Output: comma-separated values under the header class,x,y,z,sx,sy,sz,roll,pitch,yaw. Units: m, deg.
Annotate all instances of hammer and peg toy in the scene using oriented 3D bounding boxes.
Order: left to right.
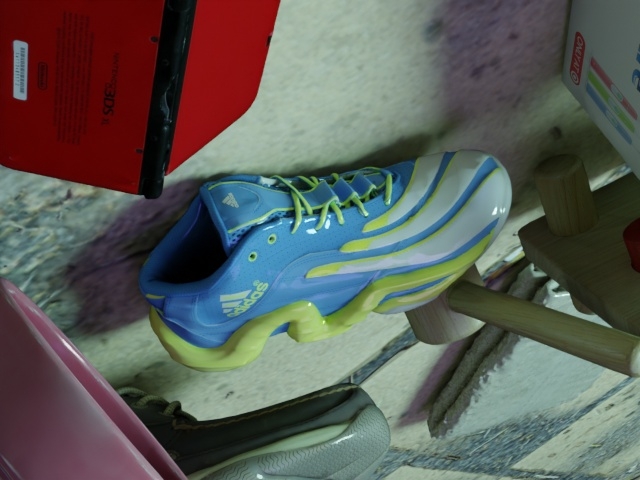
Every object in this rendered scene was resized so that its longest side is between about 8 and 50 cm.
class,x,y,z,sx,sy,sz,roll,pitch,yaw
hammer and peg toy,0.247,0.016,0.739,0.361,0.266,0.127,-26,115,-7

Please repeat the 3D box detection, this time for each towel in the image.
class,x,y,z,sx,sy,sz,roll,pitch,yaw
towel,0.218,0.090,1.054,0.187,0.049,0.282,-11,147,-27

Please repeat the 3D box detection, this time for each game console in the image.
class,x,y,z,sx,sy,sz,roll,pitch,yaw
game console,-0.084,-0.097,0.522,0.124,0.085,0.144,12,140,-6

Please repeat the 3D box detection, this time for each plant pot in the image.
class,x,y,z,sx,sy,sz,roll,pitch,yaw
plant pot,-0.176,0.150,0.603,0.180,0.201,0.201,-40,153,-10

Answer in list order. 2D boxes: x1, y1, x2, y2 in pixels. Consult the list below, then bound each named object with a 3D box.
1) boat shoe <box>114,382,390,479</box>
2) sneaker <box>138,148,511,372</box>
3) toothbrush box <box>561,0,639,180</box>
class,x,y,z,sx,sy,sz,roll,pitch,yaw
boat shoe,-0.130,0.161,0.776,0.356,0.130,0.132,-19,147,-5
sneaker,0.000,0.000,0.671,0.240,0.091,0.126,-29,151,3
toothbrush box,0.294,-0.167,0.632,0.283,0.122,0.206,-26,150,-8
